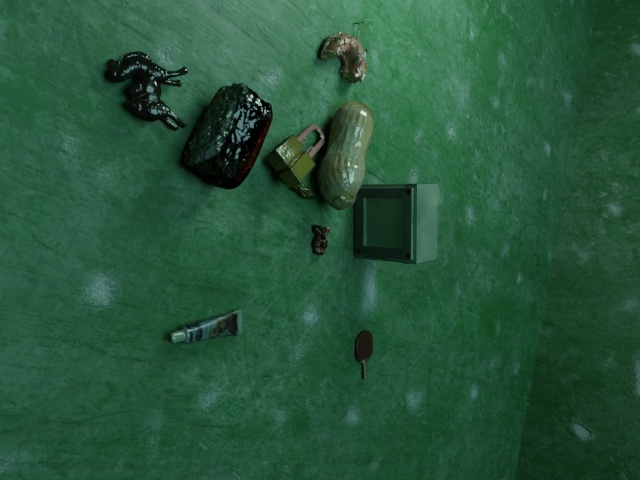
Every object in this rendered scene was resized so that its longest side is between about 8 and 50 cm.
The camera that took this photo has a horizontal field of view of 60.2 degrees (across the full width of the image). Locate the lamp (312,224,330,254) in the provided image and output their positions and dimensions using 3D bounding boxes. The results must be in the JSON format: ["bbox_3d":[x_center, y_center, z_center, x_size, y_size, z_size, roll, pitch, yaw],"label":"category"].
[{"bbox_3d":[0.000,0.000,1.534,0.063,0.031,0.084,9,91,-47],"label":"lamp"}]

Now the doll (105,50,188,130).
[{"bbox_3d":[-0.346,-0.304,1.106,0.165,0.057,0.139,4,92,-39],"label":"doll"}]

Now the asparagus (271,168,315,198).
[{"bbox_3d":[-0.066,-0.148,1.443,0.165,0.036,0.030,35,88,-45],"label":"asparagus"}]

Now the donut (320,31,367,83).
[{"bbox_3d":[0.075,-0.521,1.539,0.166,0.065,0.117,24,77,-48],"label":"donut"}]

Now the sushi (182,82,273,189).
[{"bbox_3d":[-0.204,-0.230,1.212,0.126,0.136,0.225,28,80,-43],"label":"sushi"}]

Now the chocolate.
[{"bbox_3d":[0.069,-0.238,1.515,0.134,0.134,0.310,21,78,-47],"label":"chocolate"}]

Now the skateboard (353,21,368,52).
[{"bbox_3d":[0.120,-0.591,1.610,0.063,0.032,0.084,-20,111,-55],"label":"skateboard"}]

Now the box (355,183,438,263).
[{"bbox_3d":[0.217,-0.053,1.621,0.117,0.224,0.225,-6,97,-47],"label":"box"}]

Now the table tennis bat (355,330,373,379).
[{"bbox_3d":[0.138,0.361,1.735,0.087,0.013,0.157,-9,99,-49],"label":"table tennis bat"}]

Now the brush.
[{"bbox_3d":[-0.048,-0.236,1.435,0.103,0.047,0.233,53,40,-16],"label":"brush"}]

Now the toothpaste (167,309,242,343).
[{"bbox_3d":[-0.258,0.204,1.268,0.216,0.037,0.062,-4,96,-52],"label":"toothpaste"}]
